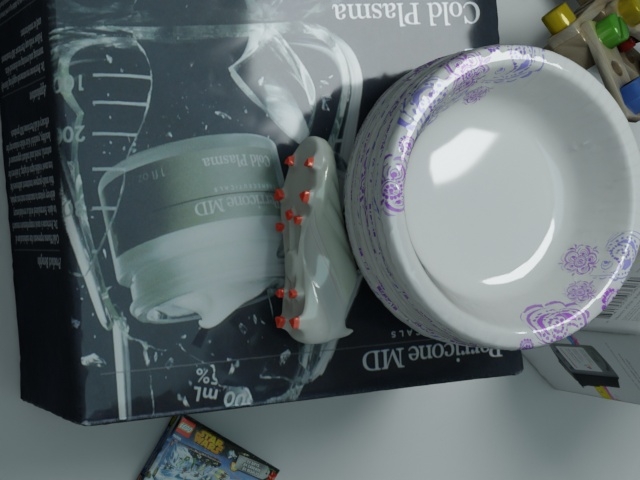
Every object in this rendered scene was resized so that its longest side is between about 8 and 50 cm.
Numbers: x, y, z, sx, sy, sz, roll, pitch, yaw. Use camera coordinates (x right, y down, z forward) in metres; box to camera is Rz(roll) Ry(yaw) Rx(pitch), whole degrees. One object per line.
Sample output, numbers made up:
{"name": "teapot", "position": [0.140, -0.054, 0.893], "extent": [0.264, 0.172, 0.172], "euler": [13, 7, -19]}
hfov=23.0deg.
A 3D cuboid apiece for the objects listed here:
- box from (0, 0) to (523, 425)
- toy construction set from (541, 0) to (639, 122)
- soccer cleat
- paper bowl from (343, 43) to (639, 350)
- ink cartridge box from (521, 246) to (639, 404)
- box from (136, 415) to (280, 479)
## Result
{"name": "box", "position": [-0.074, -0.076, 1.648], "extent": [0.480, 0.297, 0.472], "euler": [-5, 93, -21]}
{"name": "toy construction set", "position": [0.340, -0.258, 1.820], "extent": [0.257, 0.309, 0.237], "euler": [-30, 95, -27]}
{"name": "soccer cleat", "position": [0.000, 0.000, 1.488], "extent": [0.076, 0.068, 0.196], "euler": [1, 94, -32]}
{"name": "paper bowl", "position": [0.156, -0.039, 1.503], "extent": [0.284, 0.148, 0.284], "euler": [1, 88, -24]}
{"name": "ink cartridge box", "position": [0.385, 0.071, 1.814], "extent": [0.226, 0.306, 0.131], "euler": [-44, 105, -16]}
{"name": "box", "position": [-0.126, 0.264, 1.760], "extent": [0.137, 0.027, 0.094], "euler": [34, 79, -18]}
